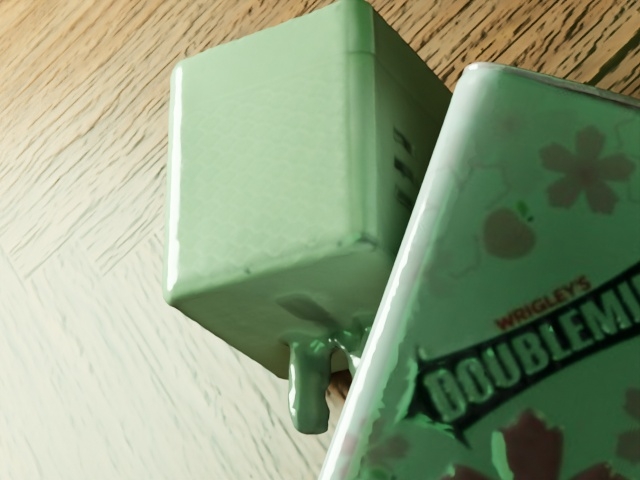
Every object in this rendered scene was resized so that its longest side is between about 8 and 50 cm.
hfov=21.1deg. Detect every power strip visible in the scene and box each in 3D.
[{"bbox_3d":[0.000,0.000,0.988,0.139,0.140,0.224,-16,57,25],"label":"power strip"}]

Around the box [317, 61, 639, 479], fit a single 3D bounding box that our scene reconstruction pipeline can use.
[{"bbox_3d":[0.099,0.111,0.842,0.190,0.112,0.369,16,72,10],"label":"box"}]
